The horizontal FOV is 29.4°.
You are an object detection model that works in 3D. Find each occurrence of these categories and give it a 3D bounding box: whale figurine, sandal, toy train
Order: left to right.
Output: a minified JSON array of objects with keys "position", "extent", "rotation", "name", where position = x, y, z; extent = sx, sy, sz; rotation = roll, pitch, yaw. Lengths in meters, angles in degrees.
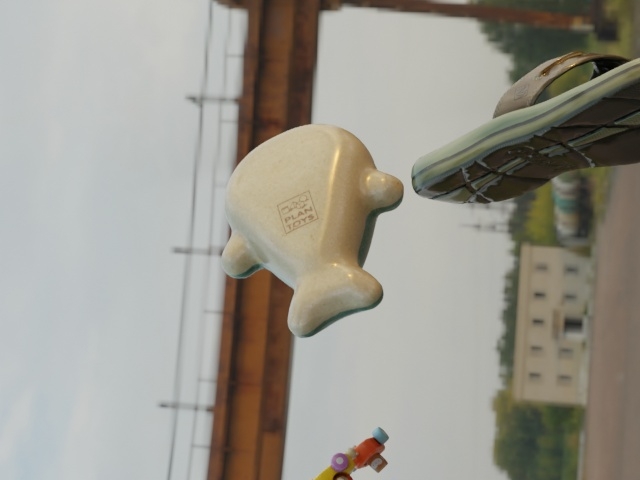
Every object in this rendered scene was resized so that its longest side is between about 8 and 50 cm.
[{"position":[0.000,0.000,1.329],"extent":[0.141,0.216,0.272],"rotation":[57,-170,-46],"name":"whale figurine"},{"position":[0.014,0.277,1.340],"extent":[0.166,0.046,0.125],"rotation":[-44,-15,4],"name":"toy train"},{"position":[0.195,-0.107,0.996],"extent":[0.120,0.303,0.086],"rotation":[22,-120,-44],"name":"sandal"}]
